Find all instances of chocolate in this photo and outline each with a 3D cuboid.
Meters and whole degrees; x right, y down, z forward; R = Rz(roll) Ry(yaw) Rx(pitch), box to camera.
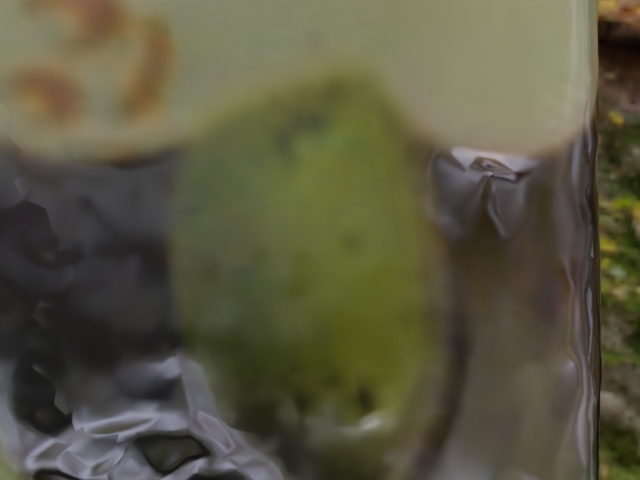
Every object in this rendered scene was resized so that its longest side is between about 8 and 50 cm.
[{"bbox_3d":[-0.056,-0.001,0.442,0.288,0.301,0.137,-7,-157,-2],"label":"chocolate"}]
